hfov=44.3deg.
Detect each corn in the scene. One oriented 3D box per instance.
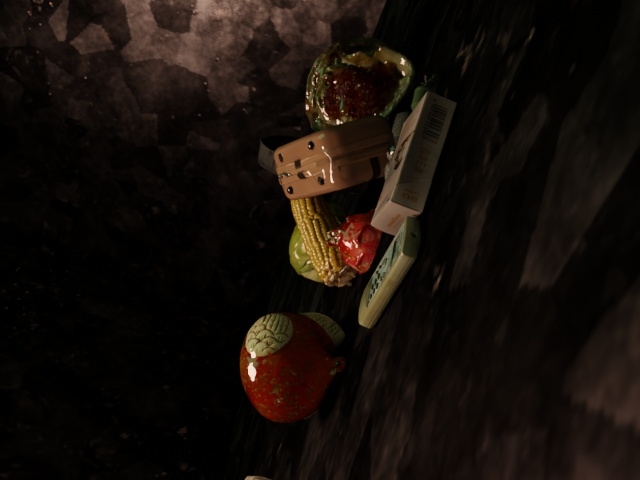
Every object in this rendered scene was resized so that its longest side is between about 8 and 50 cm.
[{"bbox_3d":[0.000,-0.020,1.932,0.305,0.106,0.106,65,146,35],"label":"corn"}]

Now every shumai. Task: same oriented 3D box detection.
[{"bbox_3d":[0.129,-0.366,2.103,0.288,0.292,0.329,40,123,45],"label":"shumai"}]

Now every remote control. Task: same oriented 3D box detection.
[{"bbox_3d":[0.123,0.062,1.420,0.233,0.038,0.098,116,170,-46],"label":"remote control"}]

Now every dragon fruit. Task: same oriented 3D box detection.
[{"bbox_3d":[0.073,-0.010,1.764,0.153,0.111,0.153,-164,90,-81],"label":"dragon fruit"}]

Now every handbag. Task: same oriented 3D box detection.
[{"bbox_3d":[0.063,-0.201,1.856,0.302,0.283,0.149,-12,99,60],"label":"handbag"}]

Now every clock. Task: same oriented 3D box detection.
[{"bbox_3d":[-0.014,-0.213,2.158,0.325,0.325,0.067,-89,13,-71],"label":"clock"}]

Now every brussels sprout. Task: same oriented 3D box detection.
[{"bbox_3d":[0.000,0.000,2.130,0.223,0.161,0.223,-61,10,19],"label":"brussels sprout"}]

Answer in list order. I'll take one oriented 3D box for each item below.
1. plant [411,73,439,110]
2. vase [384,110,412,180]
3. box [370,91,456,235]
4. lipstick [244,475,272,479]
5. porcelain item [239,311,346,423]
[{"bbox_3d":[0.222,-0.312,1.638,0.051,0.051,0.102,121,172,-64],"label":"plant"},{"bbox_3d":[0.167,-0.175,1.652,0.060,0.060,0.211,119,168,-59],"label":"vase"},{"bbox_3d":[0.170,-0.139,1.455,0.149,0.067,0.233,118,172,-72],"label":"box"},{"bbox_3d":[-0.141,0.613,1.904,0.253,0.079,0.077,129,161,-69],"label":"lipstick"},{"bbox_3d":[-0.043,0.266,1.685,0.253,0.253,0.252,-161,90,-84],"label":"porcelain item"}]
